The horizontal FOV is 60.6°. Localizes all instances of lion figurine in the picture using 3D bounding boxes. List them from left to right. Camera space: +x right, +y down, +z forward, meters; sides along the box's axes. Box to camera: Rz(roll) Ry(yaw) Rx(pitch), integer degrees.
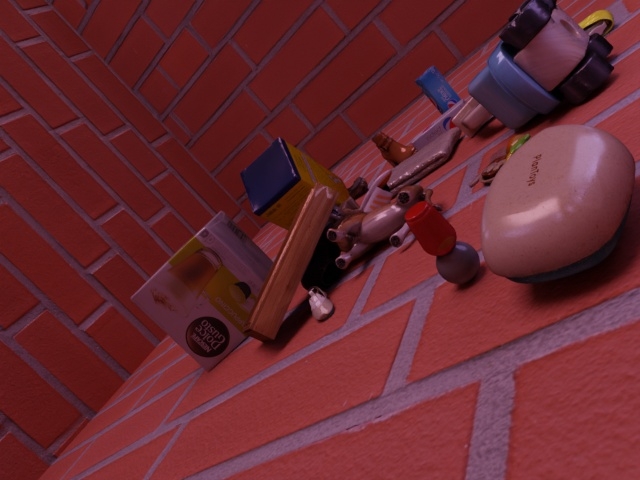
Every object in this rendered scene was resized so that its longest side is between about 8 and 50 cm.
[{"bbox_3d":[0.159,-0.052,1.348,0.392,0.142,0.240,-17,10,37],"label":"lion figurine"}]

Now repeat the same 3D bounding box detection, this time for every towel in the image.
[{"bbox_3d":[0.312,-0.237,1.720,0.282,0.049,0.187,-33,15,42],"label":"towel"}]

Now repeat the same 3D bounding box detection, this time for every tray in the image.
[{"bbox_3d":[-0.083,0.062,1.449,0.411,0.076,0.203,-67,7,-16],"label":"tray"}]

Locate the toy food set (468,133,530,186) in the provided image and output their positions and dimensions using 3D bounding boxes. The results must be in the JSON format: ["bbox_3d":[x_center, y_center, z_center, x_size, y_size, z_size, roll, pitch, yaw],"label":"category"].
[{"bbox_3d":[0.385,-0.173,1.158,0.132,0.038,0.192,-45,10,-12],"label":"toy food set"}]

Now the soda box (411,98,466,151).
[{"bbox_3d":[0.414,-0.380,1.856,0.216,0.069,0.074,-37,10,25],"label":"soda box"}]

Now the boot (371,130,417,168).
[{"bbox_3d":[0.274,-0.351,2.042,0.073,0.152,0.197,-47,10,-23],"label":"boot"}]

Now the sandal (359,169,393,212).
[{"bbox_3d":[0.162,-0.092,1.643,0.265,0.076,0.102,-61,-14,27],"label":"sandal"}]

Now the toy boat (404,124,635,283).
[{"bbox_3d":[0.270,-0.026,0.754,0.318,0.148,0.267,-21,28,47],"label":"toy boat"}]

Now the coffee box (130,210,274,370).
[{"bbox_3d":[-0.348,0.152,1.805,0.334,0.338,0.338,-42,10,7],"label":"coffee box"}]

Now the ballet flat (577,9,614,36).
[{"bbox_3d":[0.665,-0.515,1.447,0.231,0.077,0.077,-37,28,23],"label":"ballet flat"}]

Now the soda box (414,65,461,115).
[{"bbox_3d":[0.427,-0.503,1.916,0.071,0.210,0.067,-42,9,3],"label":"soda box"}]

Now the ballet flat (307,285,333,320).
[{"bbox_3d":[-0.009,0.147,1.311,0.057,0.052,0.168,-43,10,-1],"label":"ballet flat"}]

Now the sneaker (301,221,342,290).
[{"bbox_3d":[0.035,0.038,1.508,0.118,0.083,0.222,-15,47,58],"label":"sneaker"}]

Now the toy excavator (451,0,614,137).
[{"bbox_3d":[0.457,-0.379,1.354,0.445,0.222,0.433,-46,4,42],"label":"toy excavator"}]

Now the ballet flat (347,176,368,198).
[{"bbox_3d":[0.128,-0.191,2.266,0.250,0.058,0.084,-38,31,59],"label":"ballet flat"}]

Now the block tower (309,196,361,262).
[{"bbox_3d":[0.000,0.000,1.810,0.335,0.091,0.097,-40,11,20],"label":"block tower"}]

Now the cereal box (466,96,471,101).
[{"bbox_3d":[0.589,-0.510,1.779,0.240,0.047,0.173,-39,10,21],"label":"cereal box"}]

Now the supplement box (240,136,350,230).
[{"bbox_3d":[-0.065,-0.154,1.852,0.194,0.356,0.195,-39,52,21],"label":"supplement box"}]
